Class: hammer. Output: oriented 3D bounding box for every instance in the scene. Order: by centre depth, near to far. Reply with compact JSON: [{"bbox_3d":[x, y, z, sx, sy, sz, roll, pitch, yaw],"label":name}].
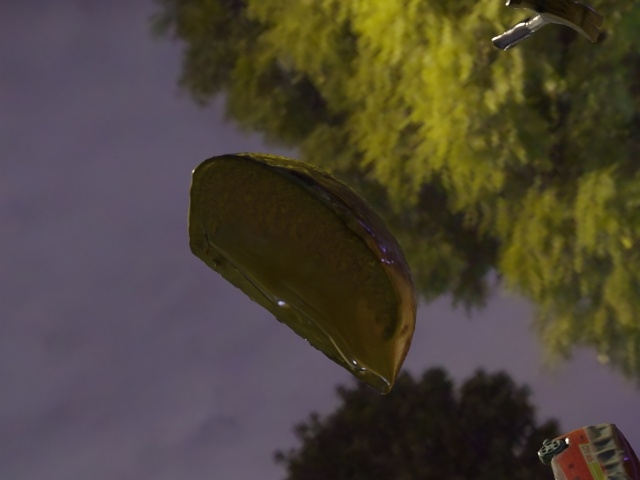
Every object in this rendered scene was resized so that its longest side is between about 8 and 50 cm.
[{"bbox_3d":[0.229,-0.228,1.439,0.246,0.103,0.029,169,119,-86],"label":"hammer"}]

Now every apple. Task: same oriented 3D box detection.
[{"bbox_3d":[0.000,0.000,1.279,0.120,0.265,0.193,-44,-17,-35],"label":"apple"}]

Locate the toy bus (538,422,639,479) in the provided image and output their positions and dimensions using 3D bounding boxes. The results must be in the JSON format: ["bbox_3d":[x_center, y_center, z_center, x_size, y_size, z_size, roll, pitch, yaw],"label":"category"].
[{"bbox_3d":[0.357,0.322,1.703,0.120,0.121,0.265,-28,10,11],"label":"toy bus"}]
